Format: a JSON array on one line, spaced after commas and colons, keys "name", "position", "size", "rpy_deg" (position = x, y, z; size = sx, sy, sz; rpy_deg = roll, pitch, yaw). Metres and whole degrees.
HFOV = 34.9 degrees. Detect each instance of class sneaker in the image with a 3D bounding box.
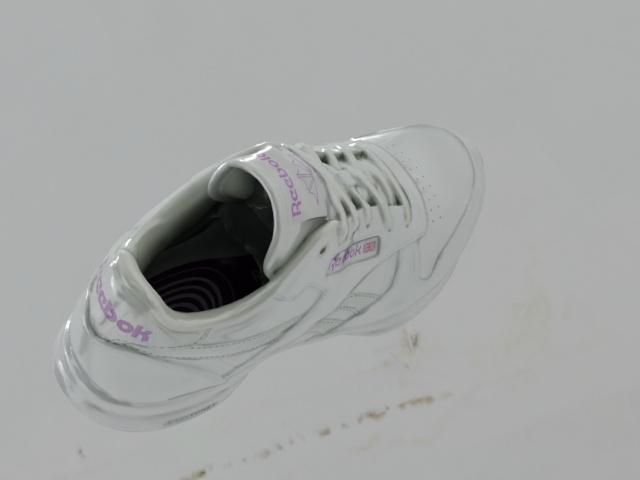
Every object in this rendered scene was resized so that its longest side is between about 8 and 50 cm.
[{"name": "sneaker", "position": [0.000, 0.000, 0.573], "size": [0.305, 0.152, 0.114], "rpy_deg": [-30, -107, -33]}]
